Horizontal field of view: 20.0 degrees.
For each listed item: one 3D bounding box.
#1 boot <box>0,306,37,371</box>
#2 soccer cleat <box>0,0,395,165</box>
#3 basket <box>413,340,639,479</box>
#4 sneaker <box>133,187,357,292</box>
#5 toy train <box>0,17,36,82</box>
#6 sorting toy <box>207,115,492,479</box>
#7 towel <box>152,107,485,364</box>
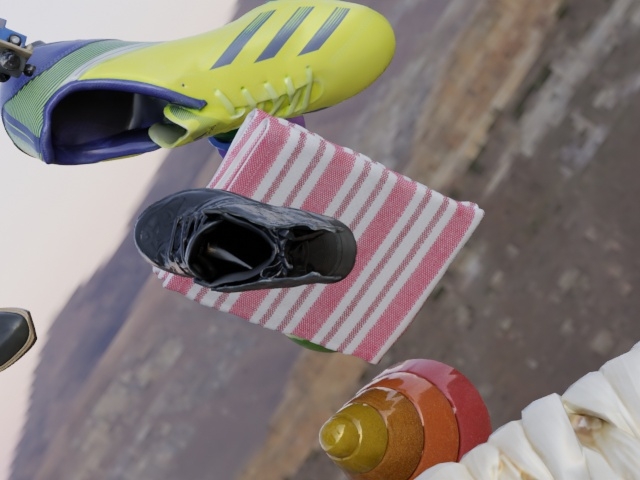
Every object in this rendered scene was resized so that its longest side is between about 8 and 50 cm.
[{"bbox_3d":[-0.438,0.129,2.079,0.197,0.077,0.137,-21,-7,16],"label":"boot"},{"bbox_3d":[-0.076,-0.100,1.254,0.121,0.289,0.093,-124,29,-52],"label":"soccer cleat"},{"bbox_3d":[0.181,0.199,0.594,0.266,0.331,0.328,-26,-23,-6],"label":"basket"},{"bbox_3d":[-0.049,0.000,0.959,0.089,0.170,0.051,0,-84,-58],"label":"sneaker"},{"bbox_3d":[-0.253,-0.143,1.149,0.027,0.158,0.036,-39,33,55],"label":"toy train"},{"bbox_3d":[-0.010,0.036,1.318,0.127,0.366,0.126,-36,-24,24],"label":"sorting toy"},{"bbox_3d":[0.000,0.000,1.234,0.144,0.197,0.029,-54,33,23],"label":"towel"}]
